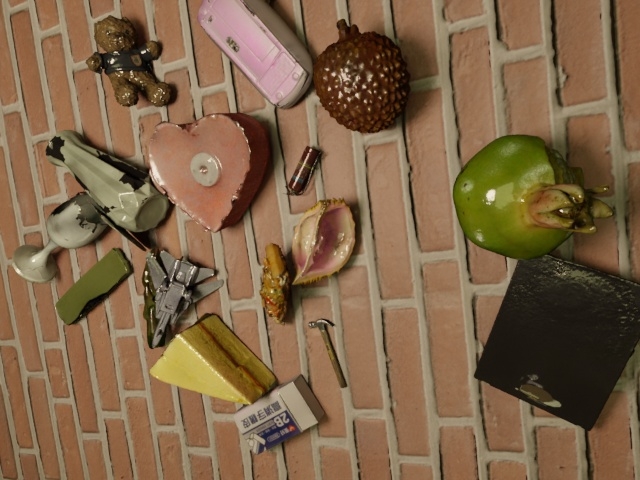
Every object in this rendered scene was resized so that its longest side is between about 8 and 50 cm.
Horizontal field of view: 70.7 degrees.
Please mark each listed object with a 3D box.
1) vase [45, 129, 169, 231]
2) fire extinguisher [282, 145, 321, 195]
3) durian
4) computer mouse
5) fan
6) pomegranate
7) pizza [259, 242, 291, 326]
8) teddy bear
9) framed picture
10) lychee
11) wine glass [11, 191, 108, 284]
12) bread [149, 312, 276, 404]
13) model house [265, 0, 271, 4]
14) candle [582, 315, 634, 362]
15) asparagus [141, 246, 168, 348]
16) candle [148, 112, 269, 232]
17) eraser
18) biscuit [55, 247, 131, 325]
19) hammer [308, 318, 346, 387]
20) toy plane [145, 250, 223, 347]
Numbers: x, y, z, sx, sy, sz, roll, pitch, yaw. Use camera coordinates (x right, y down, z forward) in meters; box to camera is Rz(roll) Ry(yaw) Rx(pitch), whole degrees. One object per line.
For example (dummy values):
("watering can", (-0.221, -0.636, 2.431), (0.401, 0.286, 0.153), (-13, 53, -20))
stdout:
("vase", (-0.575, -0.168, 1.215), (0.360, 0.165, 0.165), (34, 107, 17))
("fire extinguisher", (-0.043, -0.159, 1.079), (0.056, 0.039, 0.132), (33, 107, 23))
("durian", (0.001, 0.002, 1.034), (0.165, 0.132, 0.182), (-10, 90, 13))
("computer mouse", (-0.146, -0.451, 1.045), (0.310, 0.072, 0.158), (47, 122, -4))
("fan", (-0.580, -0.073, 1.188), (0.310, 0.182, 0.010), (45, 79, -16))
("pomegranate", (0.370, -0.067, 0.804), (0.236, 0.302, 0.235), (-1, 107, -3))
("pizza", (-0.115, 0.106, 1.078), (0.069, 0.226, 0.147), (-8, 58, -15))
("teddy bear", (-0.503, -0.447, 1.167), (0.129, 0.182, 0.251), (-19, 91, 57))
("framed picture", (0.478, 0.199, 0.909), (0.244, 0.013, 0.323), (22, 112, 24))
("lychee", (0.080, -0.337, 0.932), (0.200, 0.200, 0.238), (-15, 104, 21))
("wine glass", (-0.740, -0.010, 1.299), (0.321, 0.143, 0.143), (-37, 84, 18))
("bread", (-0.276, 0.343, 1.156), (0.264, 0.168, 0.163), (43, 110, 9))
("model house", (-0.137, -0.587, 1.049), (0.058, 0.057, 0.083), (19, 104, 12))
("candle", (0.557, 0.178, 0.896), (0.052, 0.052, 0.130), (-41, 81, 20))
("asparagus", (-0.456, 0.155, 1.249), (0.080, 0.080, 0.286), (8, 105, 19))
("candle", (-0.258, -0.168, 1.113), (0.317, 0.131, 0.286), (-7, 101, 30))
("eraser", (-0.109, 0.449, 1.162), (0.210, 0.068, 0.124), (-34, 84, 19))
("biscuit", (-0.681, 0.145, 1.347), (0.323, 0.038, 0.099), (-38, 80, 21))
("hammer", (0.029, 0.279, 1.118), (0.062, 0.017, 0.181), (-21, 91, 21))
("toy plane", (-0.398, 0.172, 1.188), (0.213, 0.088, 0.267), (23, 92, -11))
